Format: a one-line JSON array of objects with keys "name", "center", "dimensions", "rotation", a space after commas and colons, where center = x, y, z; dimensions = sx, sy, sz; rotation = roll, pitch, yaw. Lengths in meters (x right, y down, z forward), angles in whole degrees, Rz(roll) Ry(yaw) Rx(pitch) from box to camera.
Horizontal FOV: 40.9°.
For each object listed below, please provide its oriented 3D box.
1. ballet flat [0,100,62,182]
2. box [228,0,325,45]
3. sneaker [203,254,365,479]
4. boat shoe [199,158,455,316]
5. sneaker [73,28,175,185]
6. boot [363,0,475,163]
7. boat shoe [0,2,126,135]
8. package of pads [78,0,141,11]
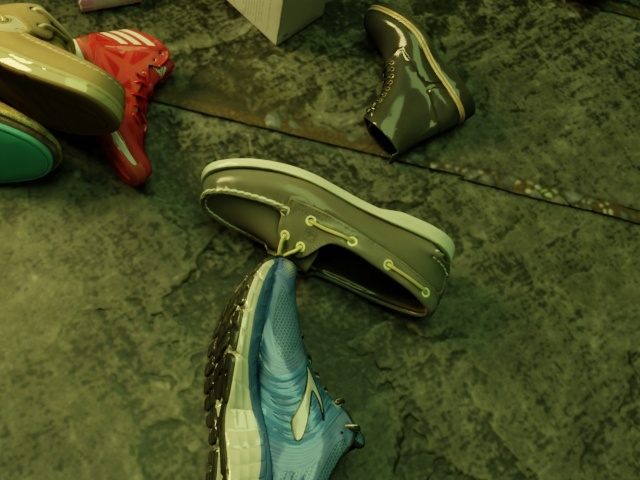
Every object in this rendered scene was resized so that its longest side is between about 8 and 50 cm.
[{"name": "ballet flat", "center": [-0.467, -0.137, 0.962], "dimensions": [0.348, 0.123, 0.123], "rotation": [0, 64, -9]}, {"name": "box", "center": [-0.076, -0.367, 1.118], "dimensions": [0.091, 0.130, 0.170], "rotation": [-40, 76, -24]}, {"name": "sneaker", "center": [-0.038, 0.175, 0.880], "dimensions": [0.147, 0.130, 0.330], "rotation": [8, 67, -20]}, {"name": "boat shoe", "center": [0.001, -0.002, 0.964], "dimensions": [0.305, 0.109, 0.091], "rotation": [20, 58, -3]}, {"name": "sneaker", "center": [-0.220, -0.176, 1.029], "dimensions": [0.128, 0.087, 0.221], "rotation": [-24, 71, -17]}, {"name": "boot", "center": [0.087, -0.206, 1.100], "dimensions": [0.137, 0.077, 0.198], "rotation": [-34, 72, -16]}, {"name": "boat shoe", "center": [-0.338, -0.217, 0.959], "dimensions": [0.341, 0.122, 0.110], "rotation": [24, 71, 26]}, {"name": "package of pads", "center": [-0.280, -0.331, 1.125], "dimensions": [0.083, 0.032, 0.050], "rotation": [-14, 70, -15]}]
